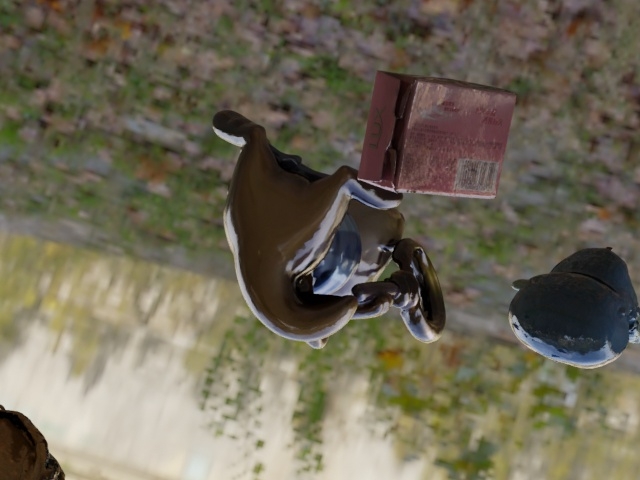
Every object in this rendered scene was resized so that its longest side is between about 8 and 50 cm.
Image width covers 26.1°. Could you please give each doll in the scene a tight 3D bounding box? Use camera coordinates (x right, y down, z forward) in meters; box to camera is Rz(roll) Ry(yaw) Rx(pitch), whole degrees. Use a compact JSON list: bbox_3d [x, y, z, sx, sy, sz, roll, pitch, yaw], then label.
[{"bbox_3d":[0.004,-0.003,1.615,0.318,0.209,0.340,58,-178,15],"label":"doll"},{"bbox_3d":[0.132,0.036,0.729,0.076,0.051,0.083,17,-151,21],"label":"doll"}]

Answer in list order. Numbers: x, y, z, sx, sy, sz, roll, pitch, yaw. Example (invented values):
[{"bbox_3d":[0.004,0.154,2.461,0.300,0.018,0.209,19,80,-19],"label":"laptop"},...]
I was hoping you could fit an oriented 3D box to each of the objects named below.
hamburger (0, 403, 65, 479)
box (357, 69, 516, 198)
[{"bbox_3d":[-0.334,0.232,1.206,0.230,0.231,0.107,12,126,23],"label":"hamburger"},{"bbox_3d":[0.111,-0.100,1.311,0.156,0.111,0.060,4,-169,-43],"label":"box"}]
